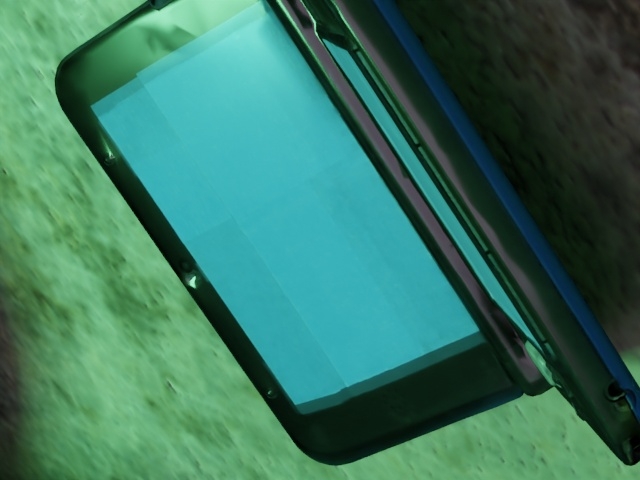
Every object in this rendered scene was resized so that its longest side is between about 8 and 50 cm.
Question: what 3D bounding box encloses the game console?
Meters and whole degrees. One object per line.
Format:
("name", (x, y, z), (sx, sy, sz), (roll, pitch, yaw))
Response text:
("game console", (0.000, 0.000, 0.733), (0.173, 0.250, 0.293), (-34, 101, 2))
